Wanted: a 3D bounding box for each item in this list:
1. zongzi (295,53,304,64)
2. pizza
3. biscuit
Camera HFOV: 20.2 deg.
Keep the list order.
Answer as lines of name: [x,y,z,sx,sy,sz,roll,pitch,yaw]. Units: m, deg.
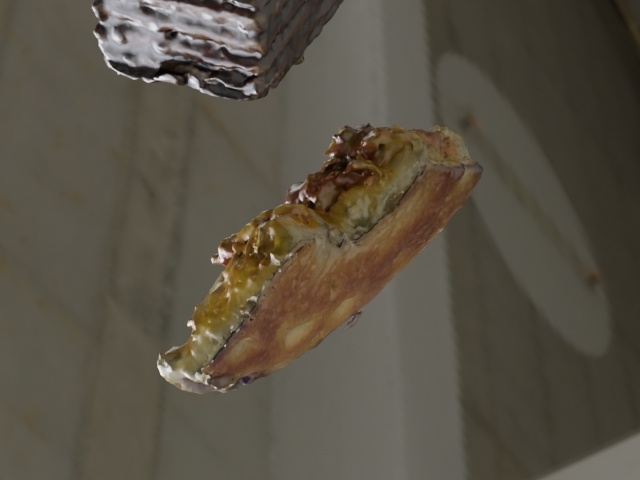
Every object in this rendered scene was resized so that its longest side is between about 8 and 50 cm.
zongzi: [-0.049,-0.152,1.176,0.083,0.076,0.040,87,180,-45]
pizza: [0.000,0.000,1.260,0.085,0.161,0.305,39,-123,22]
biscuit: [-0.010,-0.218,1.112,0.388,0.107,0.073,-58,-24,-45]
